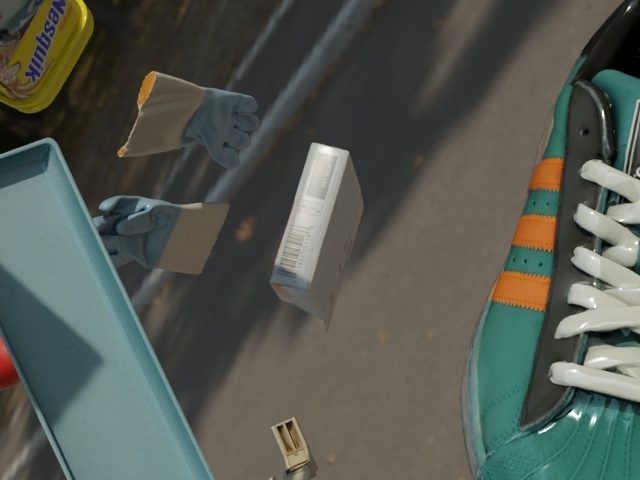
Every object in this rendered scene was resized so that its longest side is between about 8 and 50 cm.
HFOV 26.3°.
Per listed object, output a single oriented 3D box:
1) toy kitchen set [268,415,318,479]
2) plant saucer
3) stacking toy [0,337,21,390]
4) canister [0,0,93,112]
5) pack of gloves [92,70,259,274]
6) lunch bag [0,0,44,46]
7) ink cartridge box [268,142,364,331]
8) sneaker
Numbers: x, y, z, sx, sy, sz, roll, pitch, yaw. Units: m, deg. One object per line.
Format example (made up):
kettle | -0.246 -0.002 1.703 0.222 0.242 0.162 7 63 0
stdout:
toy kitchen set | -0.051 0.268 1.688 0.068 0.075 0.083 -24 -4 3
plant saucer | -0.116 0.049 0.643 0.067 0.192 0.018 -24 -4 -33
stacking toy | -0.454 0.220 1.579 0.330 0.141 0.141 -52 14 2
canister | -0.291 -0.204 1.268 0.126 0.073 0.170 -61 -20 -7
pack of gloves | -0.149 -0.063 1.304 0.195 0.046 0.232 -65 -23 10
lunch bag | -0.192 -0.224 0.840 0.219 0.090 0.176 -56 -1 3
ink cartridge box | 0.000 0.000 1.349 0.179 0.045 0.145 74 -149 -74
sneaker | 0.130 -0.002 0.585 0.121 0.108 0.302 100 -176 -54
